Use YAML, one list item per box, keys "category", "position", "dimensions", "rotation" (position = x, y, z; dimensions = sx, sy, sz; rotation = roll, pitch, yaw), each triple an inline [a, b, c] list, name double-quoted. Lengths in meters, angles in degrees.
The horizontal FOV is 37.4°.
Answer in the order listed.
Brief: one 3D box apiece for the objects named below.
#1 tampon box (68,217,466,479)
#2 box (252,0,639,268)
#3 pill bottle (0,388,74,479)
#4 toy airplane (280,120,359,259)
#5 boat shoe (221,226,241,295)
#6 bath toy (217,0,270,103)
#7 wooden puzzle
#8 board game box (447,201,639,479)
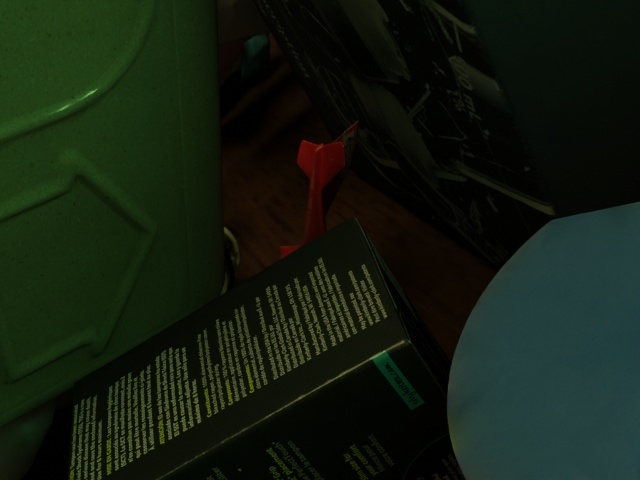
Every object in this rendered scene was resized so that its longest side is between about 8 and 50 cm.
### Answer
- category: "tampon box"
  position: [-0.015, 0.093, 0.435]
  dimensions: [0.161, 0.120, 0.101]
  rotation: [-30, 31, 7]
- category: "box"
  position: [0.072, -0.174, 0.512]
  dimensions: [0.179, 0.343, 0.312]
  rotation: [-37, 30, -8]
- category: "pill bottle"
  position: [-0.221, 0.015, 0.685]
  dimensions: [0.176, 0.176, 0.318]
  rotation: [-20, 35, 22]
- category: "toy airplane"
  position: [0.000, 0.000, 0.571]
  dimensions: [0.151, 0.028, 0.151]
  rotation: [-33, 53, 59]
- category: "boat shoe"
  position: [-0.090, 0.023, 0.660]
  dimensions: [0.070, 0.078, 0.219]
  rotation: [-21, 41, 23]
- category: "bath toy"
  position: [-0.081, -0.191, 0.798]
  dimensions: [0.129, 0.151, 0.348]
  rotation: [3, 0, -9]
- category: "wooden puzzle"
  position: [-0.186, -0.031, 0.420]
  dimensions: [0.080, 0.322, 0.348]
  rotation: [34, 49, 30]
- category: "board game box"
  position: [0.124, 0.042, 0.321]
  dimensions: [0.169, 0.033, 0.133]
  rotation: [-13, 41, 40]
